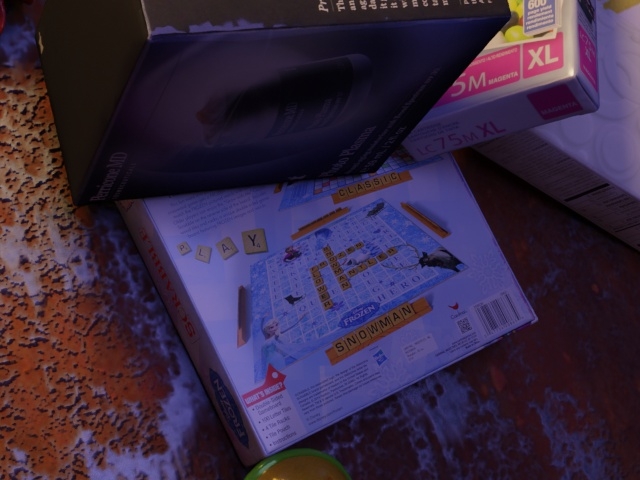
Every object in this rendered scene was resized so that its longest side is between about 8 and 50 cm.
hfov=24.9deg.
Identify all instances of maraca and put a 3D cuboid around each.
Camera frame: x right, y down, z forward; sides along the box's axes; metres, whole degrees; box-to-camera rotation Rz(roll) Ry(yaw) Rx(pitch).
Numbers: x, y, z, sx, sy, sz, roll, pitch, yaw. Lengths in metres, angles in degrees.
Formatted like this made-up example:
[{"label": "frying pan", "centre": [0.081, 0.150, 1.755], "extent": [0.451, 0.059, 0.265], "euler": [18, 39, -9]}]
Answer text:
[{"label": "maraca", "centre": [-0.023, 0.268, 1.244], "extent": [0.127, 0.099, 0.185], "euler": [-4, 101, -23]}]

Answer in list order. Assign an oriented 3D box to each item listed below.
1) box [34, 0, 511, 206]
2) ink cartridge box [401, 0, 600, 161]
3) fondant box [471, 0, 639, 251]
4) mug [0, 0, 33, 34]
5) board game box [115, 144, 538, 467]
[{"label": "box", "centre": [-0.054, -0.172, 1.183], "extent": [0.294, 0.296, 0.182], "euler": [-7, 70, -22]}, {"label": "ink cartridge box", "centre": [0.167, -0.232, 1.381], "extent": [0.065, 0.186, 0.311], "euler": [46, 39, -41]}, {"label": "fondant box", "centre": [0.299, -0.151, 1.503], "extent": [0.330, 0.096, 0.238], "euler": [30, 64, -21]}, {"label": "mug", "centre": [-0.330, -0.260, 1.266], "extent": [0.169, 0.113, 0.150], "euler": [8, 69, -18]}, {"label": "board game box", "centre": [0.000, 0.000, 1.352], "extent": [0.319, 0.066, 0.318], "euler": [-23, 83, -28]}]
